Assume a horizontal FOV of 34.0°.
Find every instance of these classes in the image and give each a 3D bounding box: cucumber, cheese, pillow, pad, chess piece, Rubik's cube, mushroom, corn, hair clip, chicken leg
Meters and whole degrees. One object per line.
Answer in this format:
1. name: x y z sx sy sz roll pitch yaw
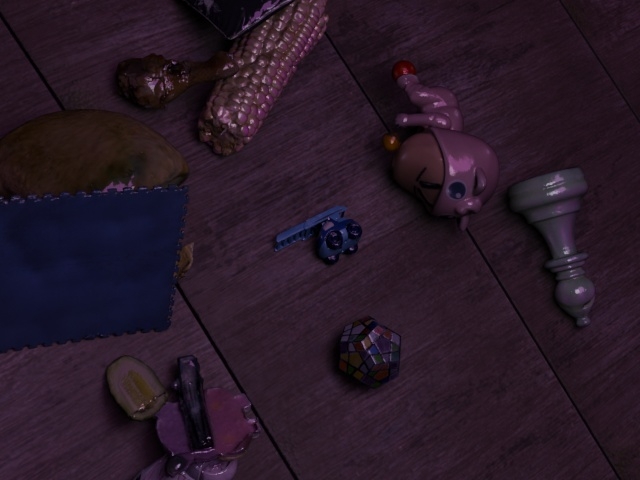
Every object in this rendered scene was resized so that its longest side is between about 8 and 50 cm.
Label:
1. cucumber: -0.258 0.205 1.465 0.067 0.035 0.107 -37 48 -9
2. cheese: -0.224 0.035 1.559 0.084 0.041 0.060 -13 68 -11
3. pillow: -0.147 -0.399 1.689 0.141 0.055 0.208 -37 51 -15
4. pad: -0.315 0.040 1.410 0.269 0.269 0.012 -5 40 -26
5. chess piece: 0.421 0.017 1.807 0.139 0.139 0.272 -14 86 -27
6. Rubik's cube: 0.077 0.171 1.605 0.111 0.111 0.093 -41 116 -30
7. mushroom: -0.348 -0.097 1.476 0.292 0.212 0.217 -43 95 -22
8. corn: -0.097 -0.289 1.699 0.126 0.126 0.335 34 64 -8
9. hair clip: -0.166 0.243 1.457 0.146 0.056 0.187 -11 46 -18
10. chicken leg: -0.221 -0.252 1.621 0.197 0.069 0.085 -9 52 8

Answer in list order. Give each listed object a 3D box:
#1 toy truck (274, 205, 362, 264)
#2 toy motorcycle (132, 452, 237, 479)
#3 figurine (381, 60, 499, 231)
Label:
1. toy truck: 0.000 0.000 1.660 0.136 0.063 0.074 -26 63 -28
2. toy motorcycle: -0.215 0.355 1.413 0.112 0.112 0.254 47 54 0
3. figurine: 0.189 -0.158 1.761 0.186 0.176 0.288 -9 67 -8
